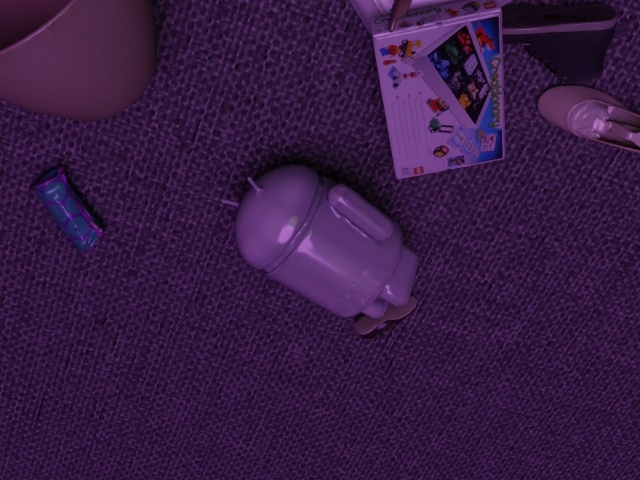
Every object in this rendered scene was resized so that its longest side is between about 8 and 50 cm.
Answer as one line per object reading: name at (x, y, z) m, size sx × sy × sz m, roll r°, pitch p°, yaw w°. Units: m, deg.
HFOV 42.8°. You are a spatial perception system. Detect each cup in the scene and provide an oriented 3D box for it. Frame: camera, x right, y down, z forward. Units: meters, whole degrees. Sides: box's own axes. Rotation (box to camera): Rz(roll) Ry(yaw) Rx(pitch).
cup at (-0.373, -0.312, 1.193) m, size 0.331 × 0.331 × 0.237 m, roll -23°, pitch 145°, yaw 12°

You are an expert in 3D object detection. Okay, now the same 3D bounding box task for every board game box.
board game box at (0.195, -0.236, 1.314) m, size 0.193 × 0.053 × 0.305 m, roll -10°, pitch 138°, yaw 5°

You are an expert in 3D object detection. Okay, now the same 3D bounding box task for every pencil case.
pencil case at (-0.446, -0.057, 1.452) m, size 0.070 × 0.064 × 0.151 m, roll -15°, pitch 121°, yaw 26°

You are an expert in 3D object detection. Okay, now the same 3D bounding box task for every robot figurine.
robot figurine at (0.000, 0.000, 1.413) m, size 0.354 × 0.199 × 0.300 m, roll 31°, pitch 140°, yaw -17°

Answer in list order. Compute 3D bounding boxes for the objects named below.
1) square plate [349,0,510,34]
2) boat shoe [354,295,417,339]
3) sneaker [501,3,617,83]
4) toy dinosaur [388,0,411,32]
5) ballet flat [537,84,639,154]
square plate at (0.166, -0.471, 1.204) m, size 0.347 × 0.049 × 0.344 m, roll -30°, pitch 110°, yaw 20°
boat shoe at (0.131, 0.149, 1.596) m, size 0.133 × 0.049 × 0.042 m, roll -30°, pitch 144°, yaw 8°
sneaker at (0.355, -0.308, 1.310) m, size 0.222 × 0.083 × 0.118 m, roll 1°, pitch 132°, yaw 7°
toy dinosaur at (0.143, -0.448, 1.129) m, size 0.200 × 0.127 × 0.295 m, roll 33°, pitch 129°, yaw -2°
ballet flat at (0.490, -0.197, 1.376) m, size 0.249 × 0.086 × 0.086 m, roll 15°, pitch 119°, yaw -9°
